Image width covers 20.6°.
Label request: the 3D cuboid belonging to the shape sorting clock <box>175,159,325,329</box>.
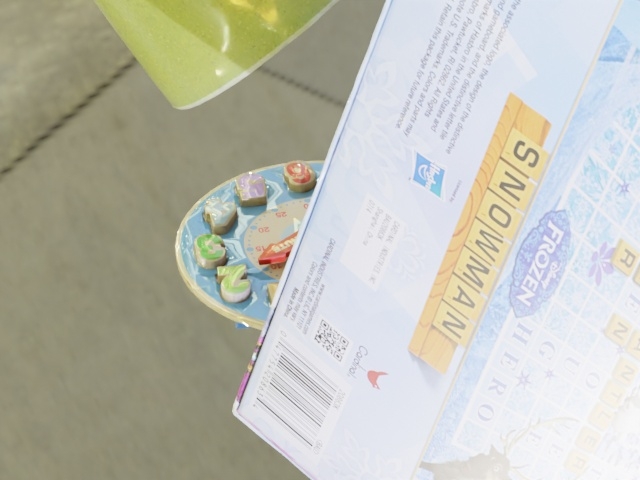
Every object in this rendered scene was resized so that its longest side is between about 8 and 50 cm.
[{"bbox_3d":[0.000,0.000,1.254,0.206,0.040,0.206,1,40,-1],"label":"shape sorting clock"}]

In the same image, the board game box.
[{"bbox_3d":[0.139,0.049,0.520,0.318,0.319,0.066,40,52,14],"label":"board game box"}]

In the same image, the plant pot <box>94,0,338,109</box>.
[{"bbox_3d":[-0.092,-0.278,1.057,0.275,0.293,0.275,-41,15,14],"label":"plant pot"}]
